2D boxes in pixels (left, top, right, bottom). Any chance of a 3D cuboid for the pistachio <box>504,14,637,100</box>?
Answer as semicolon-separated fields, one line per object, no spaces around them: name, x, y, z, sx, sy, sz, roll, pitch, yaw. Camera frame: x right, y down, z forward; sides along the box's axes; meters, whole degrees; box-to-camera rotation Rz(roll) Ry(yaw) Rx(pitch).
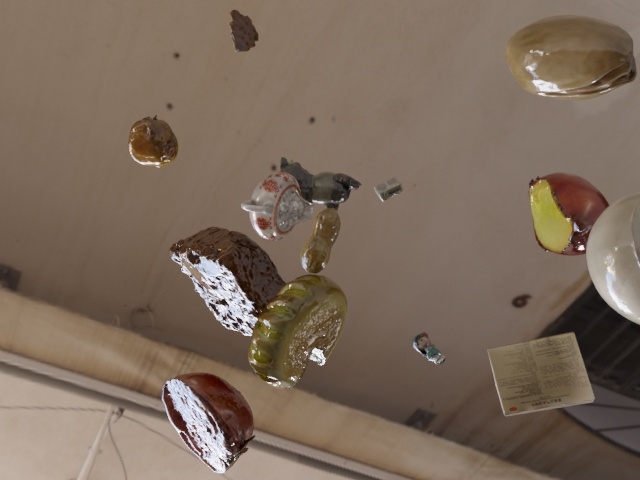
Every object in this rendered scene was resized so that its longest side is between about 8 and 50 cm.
pistachio;0.526;-0.397;1.204;0.162;0.182;0.293;28;180;-42

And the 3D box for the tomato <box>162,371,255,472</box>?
tomato;-0.290;0.477;1.552;0.309;0.309;0.170;42;-137;18

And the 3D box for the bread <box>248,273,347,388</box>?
bread;-0.066;0.233;1.529;0.160;0.333;0.333;25;-157;33

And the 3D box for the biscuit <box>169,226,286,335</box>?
biscuit;-0.273;0.143;1.838;0.342;0.395;0.166;8;-135;45

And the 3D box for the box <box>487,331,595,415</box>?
box;0.538;0.330;1.369;0.095;0.212;0.168;41;-143;-65

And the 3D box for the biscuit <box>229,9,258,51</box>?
biscuit;-0.221;-0.595;1.601;0.119;0.019;0.130;35;-124;-43

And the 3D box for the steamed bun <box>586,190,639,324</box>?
steamed bun;0.537;0.038;0.911;0.231;0.145;0.232;7;-111;-20

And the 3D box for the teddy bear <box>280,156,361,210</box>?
teddy bear;-0.013;-0.145;1.693;0.251;0.171;0.144;12;-159;-4

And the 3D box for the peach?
peach;0.809;-0.087;1.753;0.201;0.258;0.362;-8;-168;3

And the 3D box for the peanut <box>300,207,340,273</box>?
peanut;0.000;0.000;1.505;0.089;0.193;0.089;19;-171;-3

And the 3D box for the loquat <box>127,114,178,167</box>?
loquat;-0.446;-0.262;1.478;0.137;0.137;0.113;36;-151;9

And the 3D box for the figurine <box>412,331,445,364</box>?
figurine;0.300;0.297;1.531;0.060;0.047;0.106;-18;-138;-27

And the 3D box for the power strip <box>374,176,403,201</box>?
power strip;0.223;-0.168;1.816;0.192;0.081;0.035;-85;-30;-78

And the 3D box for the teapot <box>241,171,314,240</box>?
teapot;-0.107;-0.077;1.266;0.116;0.159;0.245;27;-160;17
